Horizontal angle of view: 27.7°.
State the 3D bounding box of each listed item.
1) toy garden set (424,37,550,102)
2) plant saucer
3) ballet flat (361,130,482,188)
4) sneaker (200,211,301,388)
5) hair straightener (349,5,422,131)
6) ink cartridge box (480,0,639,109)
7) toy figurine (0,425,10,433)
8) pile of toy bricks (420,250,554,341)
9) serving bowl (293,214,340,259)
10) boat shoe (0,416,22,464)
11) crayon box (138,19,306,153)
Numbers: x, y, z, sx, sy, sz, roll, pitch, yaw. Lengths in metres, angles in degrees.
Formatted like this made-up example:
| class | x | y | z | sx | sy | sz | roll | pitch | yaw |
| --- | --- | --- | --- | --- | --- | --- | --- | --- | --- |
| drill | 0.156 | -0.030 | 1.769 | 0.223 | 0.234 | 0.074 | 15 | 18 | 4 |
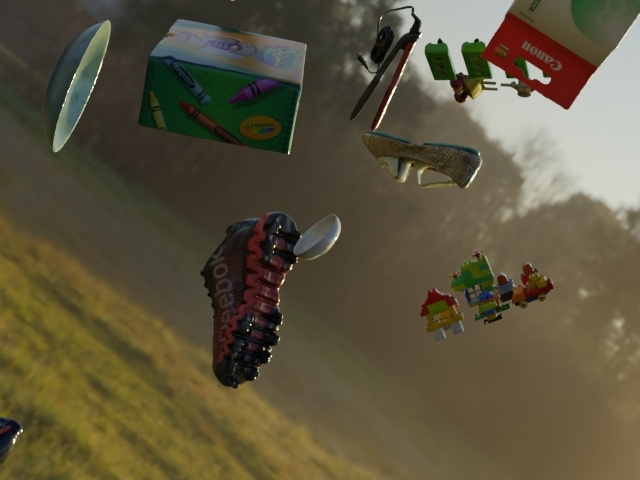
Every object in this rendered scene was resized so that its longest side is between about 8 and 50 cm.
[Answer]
| class | x | y | z | sx | sy | sz | roll | pitch | yaw |
| --- | --- | --- | --- | --- | --- | --- | --- | --- | --- |
| toy garden set | 0.329 | -0.320 | 2.377 | 0.244 | 0.049 | 0.204 | 1 | -20 | 16 |
| plant saucer | -0.341 | -0.217 | 1.769 | 0.037 | 0.195 | 0.195 | 23 | 3 | -4 |
| ballet flat | 0.138 | -0.114 | 1.893 | 0.206 | 0.067 | 0.073 | 13 | -7 | 39 |
| sneaker | -0.123 | 0.087 | 1.972 | 0.135 | 0.276 | 0.097 | 4 | -16 | 37 |
| hair straightener | 0.098 | -0.295 | 2.164 | 0.089 | 0.230 | 0.047 | 26 | 31 | 2 |
| ink cartridge box | 0.391 | -0.344 | 2.111 | 0.181 | 0.225 | 0.056 | 32 | 21 | 0 |
| toy figurine | -0.526 | 0.156 | 1.522 | 0.217 | 0.191 | 0.362 | 62 | -18 | -15 |
| pile of toy bricks | 0.260 | 0.070 | 2.084 | 0.118 | 0.212 | 0.105 | -61 | 129 | -76 |
| serving bowl | 0.000 | 0.000 | 1.895 | 0.027 | 0.083 | 0.083 | 47 | -1 | -17 |
| boat shoe | -0.531 | 0.312 | 2.002 | 0.258 | 0.089 | 0.109 | 2 | -57 | 50 |
| crayon box | -0.105 | -0.182 | 1.488 | 0.165 | 0.081 | 0.278 | 11 | 17 | -3 |
